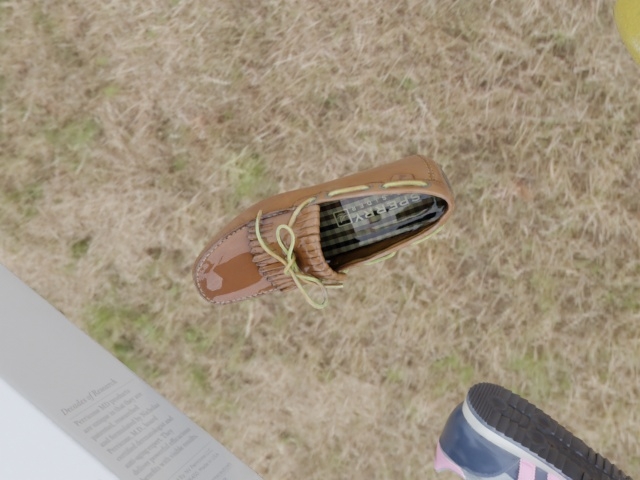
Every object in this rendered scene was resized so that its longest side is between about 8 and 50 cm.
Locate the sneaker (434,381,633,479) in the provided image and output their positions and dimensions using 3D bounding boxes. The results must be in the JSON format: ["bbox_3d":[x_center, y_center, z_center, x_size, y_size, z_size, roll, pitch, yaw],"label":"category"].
[{"bbox_3d":[0.273,0.304,0.939,0.319,0.112,0.131,40,123,18],"label":"sneaker"}]

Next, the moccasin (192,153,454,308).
[{"bbox_3d":[0.001,0.003,1.126,0.380,0.147,0.139,-15,111,8],"label":"moccasin"}]

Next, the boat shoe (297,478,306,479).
[{"bbox_3d":[0.034,0.347,0.908,0.096,0.277,0.098,8,95,-19],"label":"boat shoe"}]

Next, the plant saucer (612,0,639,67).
[{"bbox_3d":[0.403,-0.101,0.584,0.332,0.081,0.333,50,153,-5],"label":"plant saucer"}]

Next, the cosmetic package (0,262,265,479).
[{"bbox_3d":[-0.309,0.249,0.941,0.453,0.161,0.230,36,111,10],"label":"cosmetic package"}]
